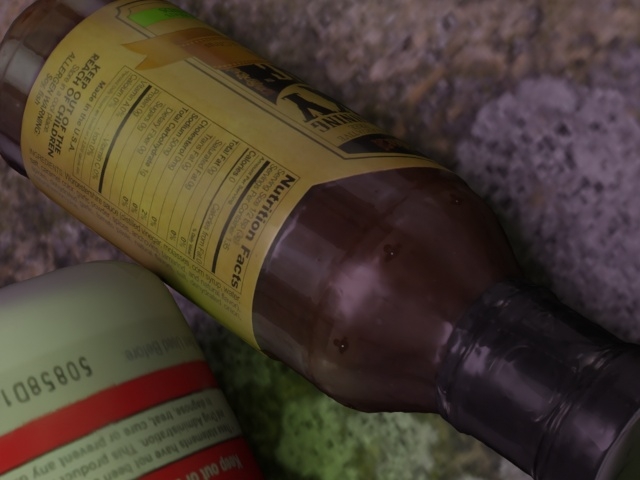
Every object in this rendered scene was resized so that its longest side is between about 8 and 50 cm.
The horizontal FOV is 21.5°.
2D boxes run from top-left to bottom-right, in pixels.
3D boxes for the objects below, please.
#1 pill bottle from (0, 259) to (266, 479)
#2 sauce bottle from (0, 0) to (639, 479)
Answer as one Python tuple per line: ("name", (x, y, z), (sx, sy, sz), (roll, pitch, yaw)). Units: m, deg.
("pill bottle", (-0.081, 0.233, 0.683), (0.229, 0.229, 0.408), (-32, 81, 31))
("sauce bottle", (0.000, 0.000, 0.720), (0.344, 0.111, 0.111), (34, 108, 29))
